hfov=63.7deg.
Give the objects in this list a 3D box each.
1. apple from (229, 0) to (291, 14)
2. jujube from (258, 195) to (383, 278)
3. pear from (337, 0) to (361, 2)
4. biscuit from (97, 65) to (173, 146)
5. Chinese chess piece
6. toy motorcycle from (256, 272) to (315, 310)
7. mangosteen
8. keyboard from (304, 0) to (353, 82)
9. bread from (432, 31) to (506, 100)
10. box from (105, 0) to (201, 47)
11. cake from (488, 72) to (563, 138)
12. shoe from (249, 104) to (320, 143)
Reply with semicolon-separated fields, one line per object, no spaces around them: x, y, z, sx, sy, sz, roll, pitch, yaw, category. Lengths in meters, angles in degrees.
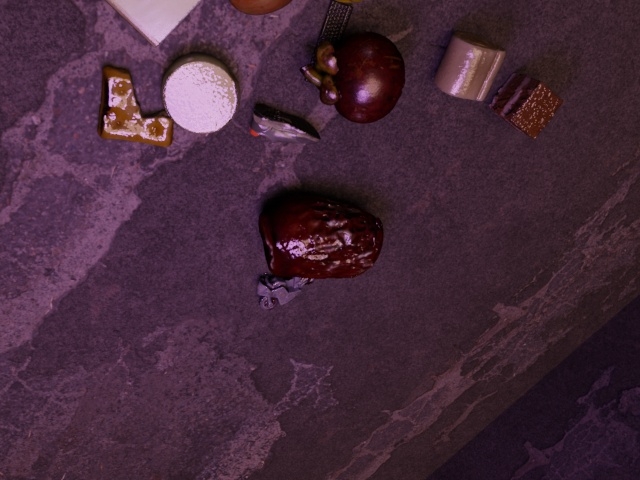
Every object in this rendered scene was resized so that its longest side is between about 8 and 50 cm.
-0.131;-0.571;1.072;0.174;0.188;0.188;-27;128;8;apple
0.000;0.000;1.495;0.376;0.258;0.258;9;120;-16;jujube
0.071;-0.613;1.169;0.141;0.104;0.141;-9;122;-14;pear
-0.438;-0.312;1.242;0.183;0.039;0.174;9;118;-24;biscuit
-0.287;-0.352;1.241;0.188;0.083;0.188;-7;124;-10;Chinese chess piece
-0.116;0.134;1.642;0.215;0.080;0.122;-34;130;-1;toy motorcycle
0.078;-0.400;1.251;0.257;0.215;0.215;8;121;-17;mangosteen
0.020;-0.490;1.290;0.061;0.013;0.204;9;120;-24;keyboard
0.392;-0.461;1.365;0.148;0.134;0.141;11;124;-12;bread
-0.383;-0.574;1.073;0.211;0.045;0.270;-42;126;12;box
0.579;-0.390;1.470;0.134;0.147;0.135;25;112;-33;cake
-0.096;-0.289;1.361;0.194;0.074;0.077;16;129;-25;shoe
